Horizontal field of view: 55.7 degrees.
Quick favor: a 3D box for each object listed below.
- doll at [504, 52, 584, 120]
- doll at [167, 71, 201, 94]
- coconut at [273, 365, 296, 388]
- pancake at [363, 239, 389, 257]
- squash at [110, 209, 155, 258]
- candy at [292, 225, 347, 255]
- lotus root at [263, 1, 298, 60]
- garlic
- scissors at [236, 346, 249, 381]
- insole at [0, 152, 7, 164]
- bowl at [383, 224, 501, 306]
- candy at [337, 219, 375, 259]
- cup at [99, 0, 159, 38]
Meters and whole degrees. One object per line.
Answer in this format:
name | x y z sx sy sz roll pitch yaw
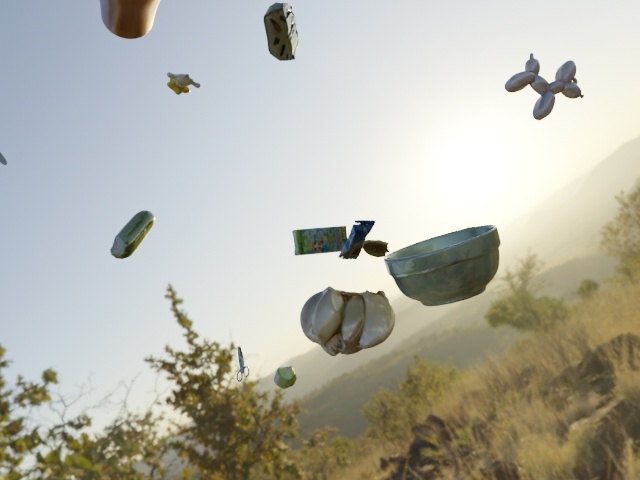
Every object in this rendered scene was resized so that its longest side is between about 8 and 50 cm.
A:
doll | 0.530 -0.362 1.406 0.160 0.161 0.059 -46 -2 -12
doll | -0.563 -0.636 2.430 0.113 0.072 0.135 -12 -23 29
coconut | -0.122 0.477 2.117 0.082 0.083 0.081 -4 -51 -26
pancake | 0.220 0.029 2.432 0.116 0.023 0.130 6 -30 14
squash | -0.537 -0.019 1.739 0.069 0.069 0.239 -37 19 25
candy | 0.000 0.000 2.198 0.194 0.097 0.062 -5 -4 -17
lotus root | -0.104 -0.551 1.574 0.070 0.143 0.144 -5 32 11
garlic | 0.075 0.255 1.809 0.280 0.203 0.185 9 -29 4
scissors | -0.253 0.390 1.929 0.058 0.119 0.014 -39 -45 24
insole | -0.878 -0.253 1.595 0.045 0.135 0.002 -27 21 43
bowl | 0.330 0.073 1.592 0.306 0.164 0.307 -15 1 0
candy | 0.099 0.000 1.711 0.088 0.038 0.136 -4 -53 -46
cup | -0.451 -0.633 1.485 0.226 0.182 0.264 -43 2 -25
